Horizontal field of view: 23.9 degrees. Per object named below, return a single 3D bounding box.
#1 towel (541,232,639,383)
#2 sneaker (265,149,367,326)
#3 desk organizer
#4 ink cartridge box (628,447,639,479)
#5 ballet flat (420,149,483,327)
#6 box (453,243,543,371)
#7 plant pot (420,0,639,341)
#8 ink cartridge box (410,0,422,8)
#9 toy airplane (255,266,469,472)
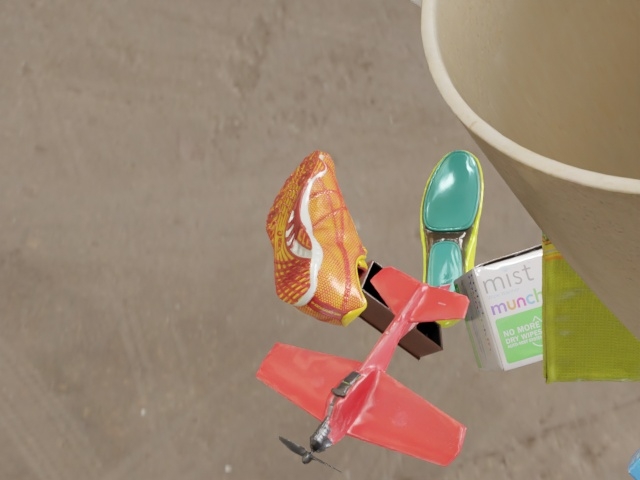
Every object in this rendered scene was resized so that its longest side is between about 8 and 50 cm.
[{"bbox_3d":[0.253,0.042,1.377,0.102,0.021,0.237,1,129,9],"label":"towel"},{"bbox_3d":[0.000,0.000,1.122,0.067,0.175,0.064,30,125,-25],"label":"sneaker"},{"bbox_3d":[0.086,0.079,1.724,0.130,0.047,0.050,37,149,-19],"label":"desk organizer"},{"bbox_3d":[0.389,0.182,1.341,0.139,0.082,0.191,44,102,11],"label":"ink cartridge box"},{"bbox_3d":[0.164,0.002,1.910,0.077,0.231,0.077,3,161,12],"label":"ballet flat"},{"bbox_3d":[0.300,0.056,1.727,0.262,0.231,0.127,-16,86,-3],"label":"box"},{"bbox_3d":[0.206,-0.023,0.582,0.256,0.256,0.274,-24,132,10],"label":"plant pot"},{"bbox_3d":[0.061,-0.365,1.765,0.261,0.296,0.066,36,104,0],"label":"ink cartridge box"},{"bbox_3d":[0.035,0.073,0.889,0.151,0.151,0.028,-17,136,6],"label":"toy airplane"}]
